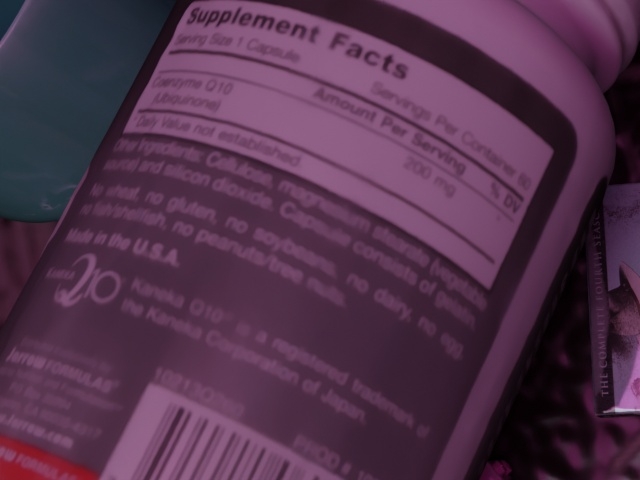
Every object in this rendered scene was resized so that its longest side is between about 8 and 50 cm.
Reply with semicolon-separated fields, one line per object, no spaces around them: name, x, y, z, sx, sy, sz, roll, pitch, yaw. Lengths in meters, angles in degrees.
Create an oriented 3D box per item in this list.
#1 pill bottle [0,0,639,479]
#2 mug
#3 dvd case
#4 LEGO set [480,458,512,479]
pill bottle;0.000;0.000;0.605;0.161;0.161;0.283;20;72;19
mug;-0.099;-0.071;0.687;0.157;0.097;0.129;6;70;48
dvd case;0.156;0.019;0.655;0.119;0.013;0.087;-4;83;19
LEGO set;0.098;0.162;0.621;0.093;0.087;0.227;-44;74;10
